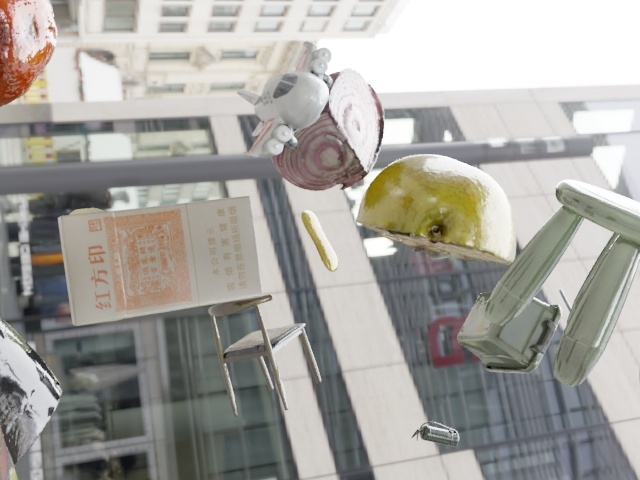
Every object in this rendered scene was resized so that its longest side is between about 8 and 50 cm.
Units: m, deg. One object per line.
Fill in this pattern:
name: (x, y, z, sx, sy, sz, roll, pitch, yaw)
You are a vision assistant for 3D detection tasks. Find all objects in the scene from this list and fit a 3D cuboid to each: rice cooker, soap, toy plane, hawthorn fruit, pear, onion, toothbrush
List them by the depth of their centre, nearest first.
rice cooker: (-0.492, 0.203, 1.035, 0.224, 0.267, 0.267, 46, -3, -23)
soap: (0.000, 0.000, 1.050, 0.012, 0.034, 0.089, -26, -87, 31)
hawthorn fruit: (-0.468, -0.321, 1.168, 0.243, 0.207, 0.207, -57, 173, -35)
toy plane: (-0.067, -0.259, 1.498, 0.252, 0.118, 0.252, -43, -151, 30)
pear: (0.259, -0.074, 1.696, 0.386, 0.340, 0.192, 19, 86, -86)
onion: (0.002, -0.243, 1.798, 0.230, 0.256, 0.273, -21, -83, 38)
toothbrush: (0.617, 0.177, 1.984, 0.167, 0.011, 0.014, -98, -160, -55)

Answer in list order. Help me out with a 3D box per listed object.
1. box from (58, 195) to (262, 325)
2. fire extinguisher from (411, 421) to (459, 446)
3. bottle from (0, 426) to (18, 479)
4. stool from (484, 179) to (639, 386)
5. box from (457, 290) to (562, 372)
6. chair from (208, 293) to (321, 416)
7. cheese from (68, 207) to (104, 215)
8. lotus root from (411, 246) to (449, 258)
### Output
box: (-0.298, 0.033, 1.534, 0.051, 0.365, 0.205, 176, -93, -67)
fire extinguisher: (0.193, 0.322, 1.345, 0.025, 0.083, 0.038, 30, -77, 67)
bottle: (-0.295, 0.090, 0.496, 0.351, 0.171, 0.172, 101, -24, -43)
stool: (0.334, 0.054, 0.931, 0.195, 0.195, 0.199, 44, -61, 59)
box: (0.299, 0.141, 1.307, 0.124, 0.092, 0.172, -59, -173, -15)
chair: (-0.138, 0.247, 1.884, 0.188, 0.166, 0.272, -14, -81, 34)
cheese: (-0.472, 0.012, 1.701, 0.167, 0.123, 0.094, 96, 18, -59)
lotus root: (0.337, -0.004, 2.176, 0.088, 0.191, 0.113, -112, -168, -58)
